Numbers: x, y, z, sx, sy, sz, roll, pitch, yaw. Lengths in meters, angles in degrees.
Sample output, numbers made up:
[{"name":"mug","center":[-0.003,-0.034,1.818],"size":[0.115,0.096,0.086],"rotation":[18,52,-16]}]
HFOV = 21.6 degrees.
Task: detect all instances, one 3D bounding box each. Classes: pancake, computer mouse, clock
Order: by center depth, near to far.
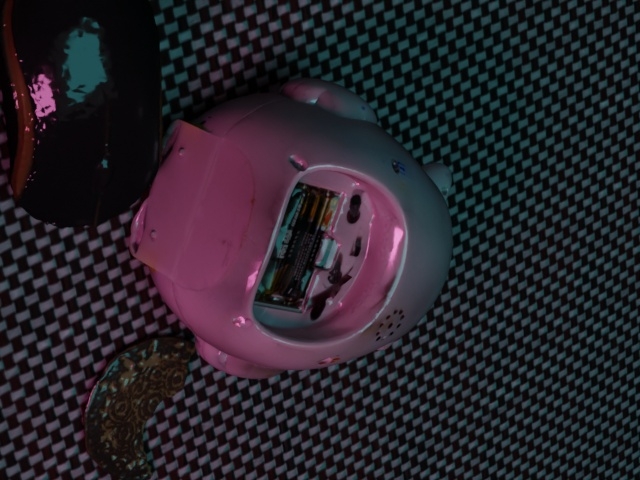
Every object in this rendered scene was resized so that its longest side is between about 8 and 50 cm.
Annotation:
[{"name":"computer mouse","center":[-0.259,-0.159,1.831],"size":[0.183,0.116,0.323],"rotation":[-15,118,-28]},{"name":"clock","center":[0.000,0.000,2.010],"size":[0.377,0.250,0.368],"rotation":[13,100,-41]},{"name":"pancake","center":[-0.216,0.204,2.079],"size":[0.190,0.020,0.184],"rotation":[-41,128,-17]}]
